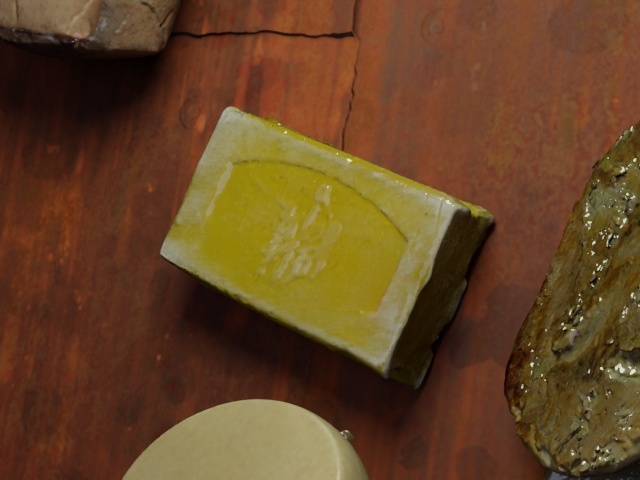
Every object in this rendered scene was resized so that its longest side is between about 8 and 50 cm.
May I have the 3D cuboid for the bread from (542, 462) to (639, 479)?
[{"bbox_3d":[0.310,0.244,1.663,0.236,0.070,0.236,-9,73,29],"label":"bread"}]

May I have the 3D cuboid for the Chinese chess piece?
[{"bbox_3d":[-0.076,0.278,1.807,0.273,0.102,0.273,-14,43,14],"label":"Chinese chess piece"}]

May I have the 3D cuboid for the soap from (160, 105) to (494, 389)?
[{"bbox_3d":[0.000,0.000,1.901,0.315,0.091,0.199,26,91,33],"label":"soap"}]

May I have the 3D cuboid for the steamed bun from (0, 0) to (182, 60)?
[{"bbox_3d":[-0.249,-0.324,2.077,0.301,0.199,0.252,24,108,42],"label":"steamed bun"}]

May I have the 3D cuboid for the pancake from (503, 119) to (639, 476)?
[{"bbox_3d":[0.283,0.050,1.650,0.356,0.065,0.356,-47,25,31],"label":"pancake"}]
